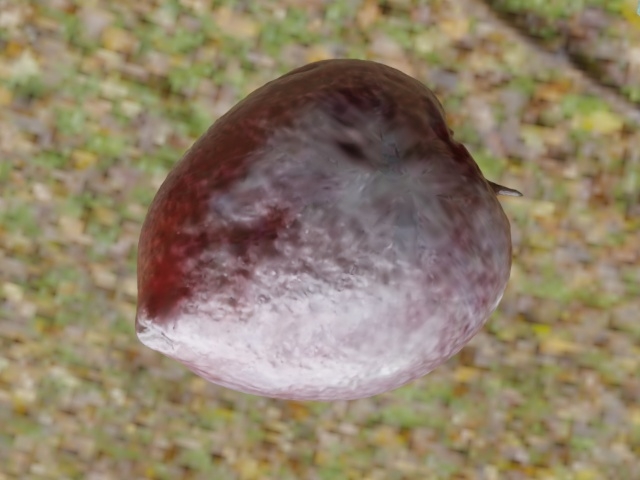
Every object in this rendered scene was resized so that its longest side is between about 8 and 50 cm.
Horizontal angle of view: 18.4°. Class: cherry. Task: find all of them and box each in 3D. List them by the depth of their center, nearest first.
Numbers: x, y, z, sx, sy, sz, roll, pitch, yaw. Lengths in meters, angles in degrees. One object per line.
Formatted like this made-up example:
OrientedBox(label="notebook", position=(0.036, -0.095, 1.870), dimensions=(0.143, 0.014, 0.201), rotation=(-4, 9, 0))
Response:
OrientedBox(label="cherry", position=(0.000, 0.000, 1.359), dimensions=(0.300, 0.230, 0.203), rotation=(-26, 173, -21))

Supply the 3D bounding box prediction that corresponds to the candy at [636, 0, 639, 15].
OrientedBox(label="candy", position=(0.336, -0.248, 1.507), dimensions=(0.172, 0.263, 0.398), rotation=(-10, -179, -21))
